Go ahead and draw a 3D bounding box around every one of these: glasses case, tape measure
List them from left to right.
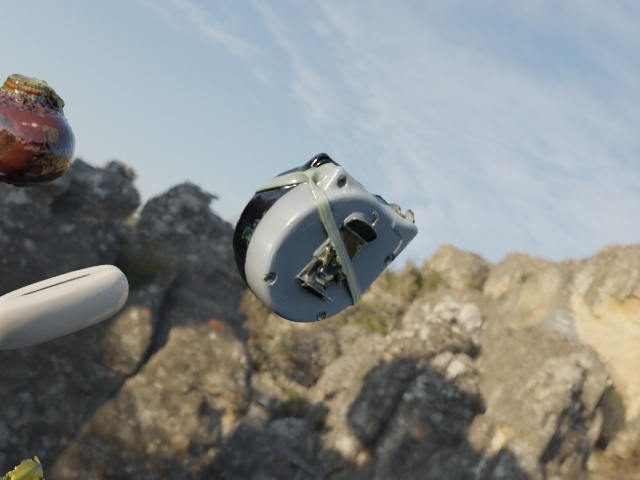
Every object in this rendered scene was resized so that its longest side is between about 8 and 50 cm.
[{"bbox_3d":[-0.285,0.072,1.088,0.164,0.063,0.041,-19,41,-32],"label":"glasses case"},{"bbox_3d":[-0.003,0.004,1.123,0.182,0.181,0.107,29,8,-46],"label":"tape measure"}]

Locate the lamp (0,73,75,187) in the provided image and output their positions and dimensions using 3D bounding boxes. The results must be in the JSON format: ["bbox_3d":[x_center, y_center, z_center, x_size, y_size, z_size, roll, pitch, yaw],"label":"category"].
[{"bbox_3d":[-0.390,-0.144,1.289,0.156,0.134,0.157,16,15,-22],"label":"lamp"}]

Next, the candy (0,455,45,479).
[{"bbox_3d":[-0.419,0.468,1.375,0.081,0.297,0.187,1,17,32],"label":"candy"}]
